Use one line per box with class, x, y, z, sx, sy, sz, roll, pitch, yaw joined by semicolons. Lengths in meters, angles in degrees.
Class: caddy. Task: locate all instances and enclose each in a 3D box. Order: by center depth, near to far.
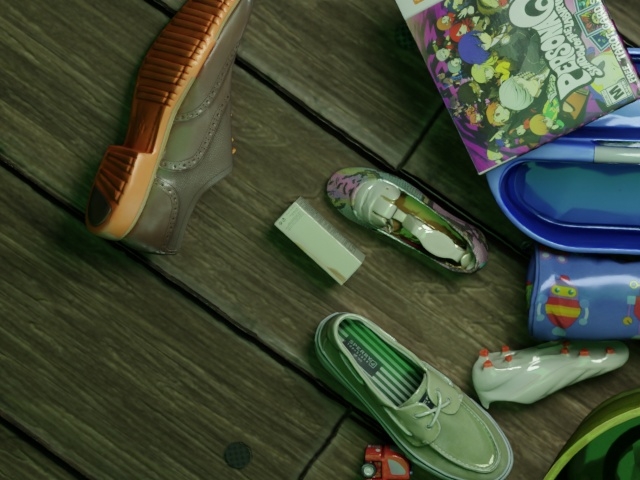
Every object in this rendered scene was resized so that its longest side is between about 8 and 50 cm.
caddy;0.362;-0.107;1.825;0.341;0.179;0.241;2;99;5

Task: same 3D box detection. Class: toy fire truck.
toy fire truck;0.121;0.355;1.982;0.135;0.047;0.192;0;97;5

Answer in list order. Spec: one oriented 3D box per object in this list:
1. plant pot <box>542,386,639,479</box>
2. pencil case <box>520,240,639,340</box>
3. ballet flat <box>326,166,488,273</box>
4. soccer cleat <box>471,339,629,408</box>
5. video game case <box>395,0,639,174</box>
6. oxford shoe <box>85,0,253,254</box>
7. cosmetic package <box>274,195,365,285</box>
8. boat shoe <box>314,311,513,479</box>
plant pot;0.410;0.319;1.793;0.367;0.353;0.366;1;98;6
pencil case;0.392;0.068;1.871;0.306;0.133;0.119;4;94;4
ballet flat;0.108;-0.025;1.912;0.222;0.079;0.076;29;101;1
soccer cleat;0.287;0.163;1.934;0.196;0.068;0.076;-9;117;5
video game case;0.224;-0.221;1.742;0.210;0.042;0.232;-25;89;18
oxford shoe;-0.160;-0.155;1.920;0.133;0.130;0.363;25;94;-31
cosmetic package;0.000;0.000;1.937;0.115;0.060;0.041;43;101;0
boat shoe;0.114;0.202;1.924;0.302;0.094;0.109;38;79;0
